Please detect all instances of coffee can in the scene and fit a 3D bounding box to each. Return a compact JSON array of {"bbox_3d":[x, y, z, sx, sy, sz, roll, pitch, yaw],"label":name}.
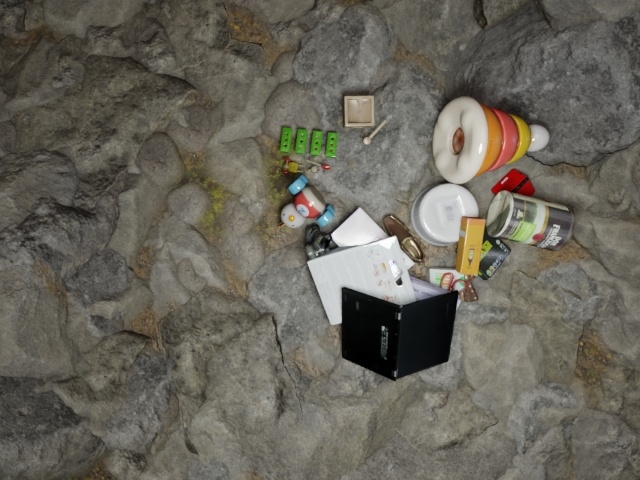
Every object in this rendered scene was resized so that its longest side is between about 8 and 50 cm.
[{"bbox_3d":[0.869,-0.082,1.817,0.276,0.201,0.201,13,89,-3],"label":"coffee can"}]

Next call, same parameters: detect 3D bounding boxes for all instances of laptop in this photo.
[{"bbox_3d":[0.320,0.360,1.826,0.408,0.236,0.381,16,122,30],"label":"laptop"}]

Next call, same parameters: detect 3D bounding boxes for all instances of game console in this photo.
[{"bbox_3d":[0.851,-0.221,1.925,0.144,0.085,0.124,-44,57,0],"label":"game console"}]

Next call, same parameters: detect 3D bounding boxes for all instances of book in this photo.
[{"bbox_3d":[0.549,0.168,1.882,0.144,0.035,0.096,2,103,29],"label":"book"}]

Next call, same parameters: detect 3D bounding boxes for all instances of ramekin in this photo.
[{"bbox_3d":[0.537,-0.114,1.871,0.278,0.135,0.276,0,89,2],"label":"ramekin"}]

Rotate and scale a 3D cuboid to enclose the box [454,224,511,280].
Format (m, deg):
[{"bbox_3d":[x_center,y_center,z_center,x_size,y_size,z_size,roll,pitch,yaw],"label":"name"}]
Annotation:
[{"bbox_3d":[0.702,0.044,1.878,0.191,0.045,0.184,-43,90,-22],"label":"box"}]

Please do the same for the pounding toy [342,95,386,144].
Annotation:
[{"bbox_3d":[0.193,-0.523,1.914,0.181,0.094,0.205,-2,98,-3],"label":"pounding toy"}]

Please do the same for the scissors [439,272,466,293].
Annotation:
[{"bbox_3d":[0.548,0.280,1.890,0.109,0.021,0.296,19,115,20],"label":"scissors"}]

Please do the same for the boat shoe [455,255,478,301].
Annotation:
[{"bbox_3d":[0.636,0.165,1.888,0.073,0.073,0.206,-10,97,34],"label":"boat shoe"}]

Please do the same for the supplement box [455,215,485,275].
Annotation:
[{"bbox_3d":[0.607,0.021,1.772,0.078,0.080,0.233,4,99,-5],"label":"supplement box"}]

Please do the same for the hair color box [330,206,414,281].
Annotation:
[{"bbox_3d":[0.221,0.039,1.891,0.185,0.110,0.339,-43,86,2],"label":"hair color box"}]

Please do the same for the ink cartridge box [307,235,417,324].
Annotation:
[{"bbox_3d":[0.174,0.162,1.831,0.386,0.091,0.307,-17,102,12],"label":"ink cartridge box"}]

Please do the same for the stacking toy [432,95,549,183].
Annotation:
[{"bbox_3d":[0.751,-0.416,1.830,0.481,0.351,0.349,-3,89,-17],"label":"stacking toy"}]

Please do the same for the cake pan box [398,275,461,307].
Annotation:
[{"bbox_3d":[0.426,0.298,1.862,0.267,0.070,0.245,22,109,2],"label":"cake pan box"}]

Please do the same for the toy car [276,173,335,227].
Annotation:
[{"bbox_3d":[-0.097,-0.121,1.868,0.238,0.210,0.219,-40,99,13],"label":"toy car"}]

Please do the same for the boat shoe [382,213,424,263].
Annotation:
[{"bbox_3d":[0.369,-0.012,1.893,0.095,0.095,0.257,-42,88,0],"label":"boat shoe"}]

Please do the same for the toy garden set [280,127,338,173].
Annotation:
[{"bbox_3d":[-0.056,-0.385,1.937,0.245,0.049,0.203,7,87,1],"label":"toy garden set"}]

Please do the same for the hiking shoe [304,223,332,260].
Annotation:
[{"bbox_3d":[0.000,0.000,1.851,0.114,0.226,0.086,-13,124,12],"label":"hiking shoe"}]
